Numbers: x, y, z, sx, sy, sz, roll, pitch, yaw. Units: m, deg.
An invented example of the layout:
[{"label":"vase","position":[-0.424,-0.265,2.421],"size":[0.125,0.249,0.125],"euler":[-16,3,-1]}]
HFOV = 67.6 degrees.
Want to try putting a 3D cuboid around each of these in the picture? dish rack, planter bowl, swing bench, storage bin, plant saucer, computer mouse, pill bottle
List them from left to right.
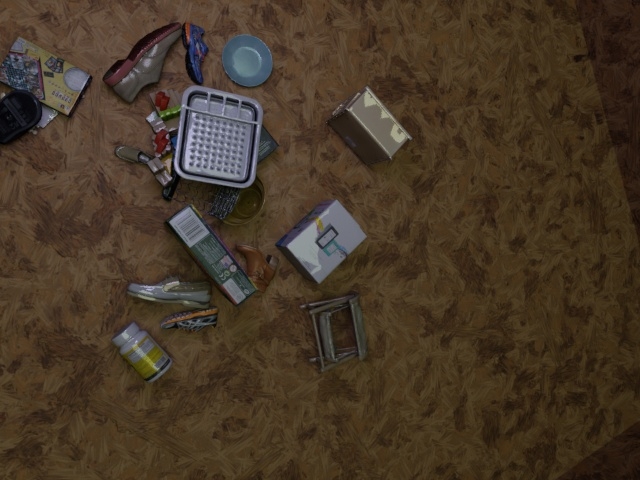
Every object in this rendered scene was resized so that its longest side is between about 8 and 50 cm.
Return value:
[{"label":"computer mouse","position":[-1.032,-0.404,1.577],"size":[0.272,0.072,0.188],"euler":[-26,105,6]},{"label":"pill bottle","position":[-0.646,0.401,1.728],"size":[0.119,0.119,0.208],"euler":[-40,103,-13]},{"label":"dish rack","position":[-0.433,-0.203,1.769],"size":[0.271,0.074,0.208],"euler":[22,87,-6]},{"label":"dish rack","position":[-0.363,-0.359,1.701],"size":[0.285,0.072,0.333],"euler":[8,83,-20]},{"label":"planter bowl","position":[-0.290,-0.154,1.817],"size":[0.217,0.090,0.217],"euler":[-3,79,17]},{"label":"plant saucer","position":[-0.283,-0.688,1.842],"size":[0.195,0.037,0.195],"euler":[-1,93,-18]},{"label":"swing bench","position":[0.072,0.363,1.943],"size":[0.254,0.165,0.253],"euler":[-13,96,-18]},{"label":"storage bin","position":[0.179,-0.437,1.890],"size":[0.262,0.260,0.123],"euler":[44,78,-15]}]

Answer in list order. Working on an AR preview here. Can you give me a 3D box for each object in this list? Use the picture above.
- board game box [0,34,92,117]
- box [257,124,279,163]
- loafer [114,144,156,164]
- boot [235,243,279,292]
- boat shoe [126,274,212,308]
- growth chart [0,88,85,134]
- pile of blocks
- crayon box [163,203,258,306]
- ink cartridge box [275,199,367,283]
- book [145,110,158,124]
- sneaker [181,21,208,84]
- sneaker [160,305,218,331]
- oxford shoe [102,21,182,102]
[{"label":"board game box","position":[-0.927,-0.548,1.608],"size":[0.243,0.042,0.165],"euler":[28,84,-16]},{"label":"box","position":[-0.272,-0.370,1.830],"size":[0.156,0.093,0.158],"euler":[-42,105,-13]},{"label":"loafer","position":[-0.666,-0.309,1.724],"size":[0.148,0.050,0.056],"euler":[12,88,-19]},{"label":"boot","position":[-0.265,0.108,1.862],"size":[0.197,0.073,0.152],"euler":[26,81,-20]},{"label":"boat shoe","position":[-0.551,0.178,1.761],"size":[0.302,0.113,0.103],"euler":[13,87,-29]},{"label":"growth chart","position":[-0.961,-0.483,1.633],"size":[0.237,0.021,0.172],"euler":[-46,105,-11]},{"label":"pile of blocks","position":[-0.527,-0.372,1.673],"size":[0.149,0.112,0.362],"euler":[-1,82,-13]},{"label":"crayon box","position":[-0.398,0.050,1.692],"size":[0.106,0.313,0.363],"euler":[-40,103,-16]},{"label":"ink cartridge box","position":[0.000,0.000,1.884],"size":[0.270,0.198,0.197],"euler":[-44,104,-13]},{"label":"book","position":[-0.557,-0.458,1.767],"size":[0.144,0.035,0.096],"euler":[-47,107,-14]},{"label":"sneaker","position":[-0.453,-0.690,1.765],"size":[0.087,0.083,0.221],"euler":[-9,99,-26]},{"label":"sneaker","position":[-0.488,0.308,1.798],"size":[0.214,0.084,0.083],"euler":[-9,100,-19]},{"label":"oxford shoe","position":[-0.611,-0.642,1.713],"size":[0.348,0.123,0.130],"euler":[-48,132,-12]}]
